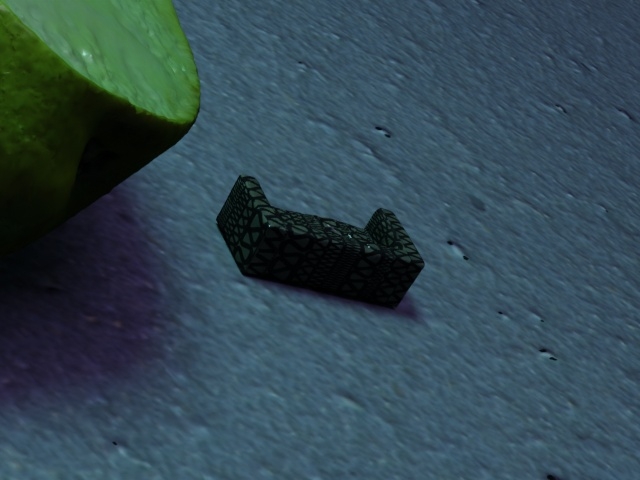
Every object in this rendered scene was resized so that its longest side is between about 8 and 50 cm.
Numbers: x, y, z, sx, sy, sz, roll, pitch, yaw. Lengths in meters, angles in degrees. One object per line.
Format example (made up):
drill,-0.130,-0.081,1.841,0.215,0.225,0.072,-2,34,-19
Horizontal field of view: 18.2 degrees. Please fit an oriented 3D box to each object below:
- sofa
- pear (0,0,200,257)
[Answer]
sofa,0.000,0.000,1.212,0.118,0.039,0.060,14,28,-33
pear,-0.193,-0.091,1.007,0.286,0.176,0.282,31,23,-49
